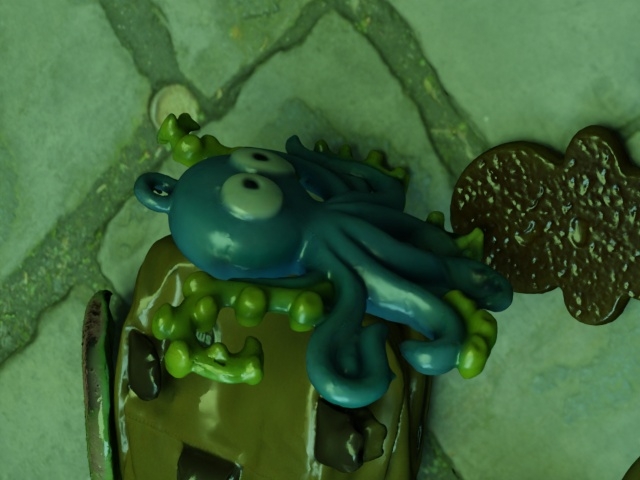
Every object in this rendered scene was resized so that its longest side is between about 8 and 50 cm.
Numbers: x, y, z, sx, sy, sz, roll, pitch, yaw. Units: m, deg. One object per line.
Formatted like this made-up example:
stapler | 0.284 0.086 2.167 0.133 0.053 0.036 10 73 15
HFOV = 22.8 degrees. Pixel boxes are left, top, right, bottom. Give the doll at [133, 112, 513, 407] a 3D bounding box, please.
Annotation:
doll | 0.000 0.000 1.354 0.341 0.346 0.098 12 127 2

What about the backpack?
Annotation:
backpack | -0.057 0.171 1.524 0.353 0.201 0.378 14 108 32

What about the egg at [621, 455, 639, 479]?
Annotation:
egg | 0.377 0.268 1.247 0.322 0.250 0.250 27 116 29

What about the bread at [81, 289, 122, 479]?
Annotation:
bread | -0.224 0.164 1.630 0.033 0.228 0.228 -2 106 -6

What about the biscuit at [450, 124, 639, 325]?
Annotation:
biscuit | 0.222 -0.015 1.391 0.236 0.039 0.180 10 111 30
